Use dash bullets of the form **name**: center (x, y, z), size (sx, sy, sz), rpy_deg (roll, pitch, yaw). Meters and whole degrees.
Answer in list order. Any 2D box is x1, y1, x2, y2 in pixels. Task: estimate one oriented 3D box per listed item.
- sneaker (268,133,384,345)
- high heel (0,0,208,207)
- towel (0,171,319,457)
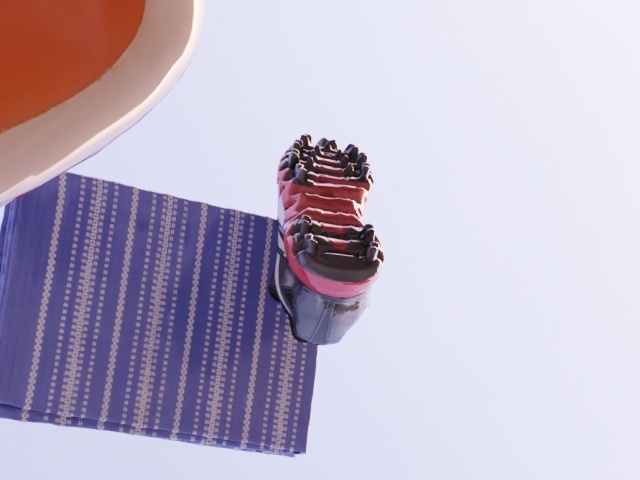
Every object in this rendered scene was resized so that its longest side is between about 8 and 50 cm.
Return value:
- **sneaker**: center (0.000, 0.000, 1.319), size (0.098, 0.135, 0.276), rpy_deg (8, -149, -8)
- **high heel**: center (-0.121, -0.107, 0.464), size (0.127, 0.181, 0.377), rpy_deg (59, -143, -24)
- **towel**: center (-0.156, 0.074, 1.335), size (0.336, 0.040, 0.243), rpy_deg (13, -107, -25)
